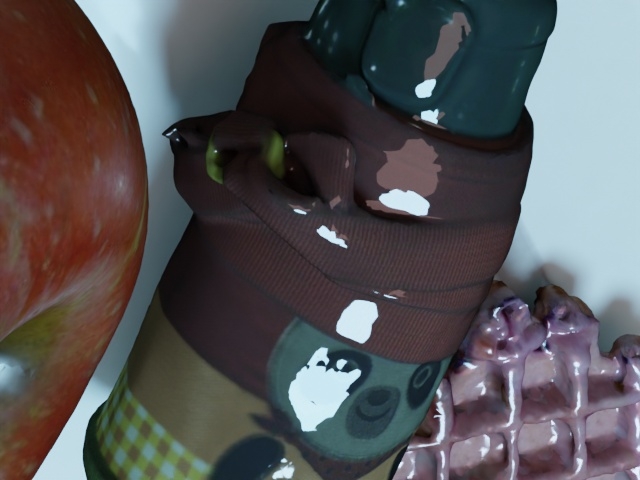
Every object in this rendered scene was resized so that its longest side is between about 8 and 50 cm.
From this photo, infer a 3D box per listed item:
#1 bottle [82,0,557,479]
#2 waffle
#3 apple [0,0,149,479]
[{"bbox_3d":[0.000,0.000,0.746,0.143,0.156,0.271,25,113,5],"label":"bottle"},{"bbox_3d":[0.080,0.137,0.901,0.234,0.055,0.221,-45,121,8],"label":"waffle"},{"bbox_3d":[-0.186,0.004,0.630,0.260,0.216,0.260,-50,163,-22],"label":"apple"}]
